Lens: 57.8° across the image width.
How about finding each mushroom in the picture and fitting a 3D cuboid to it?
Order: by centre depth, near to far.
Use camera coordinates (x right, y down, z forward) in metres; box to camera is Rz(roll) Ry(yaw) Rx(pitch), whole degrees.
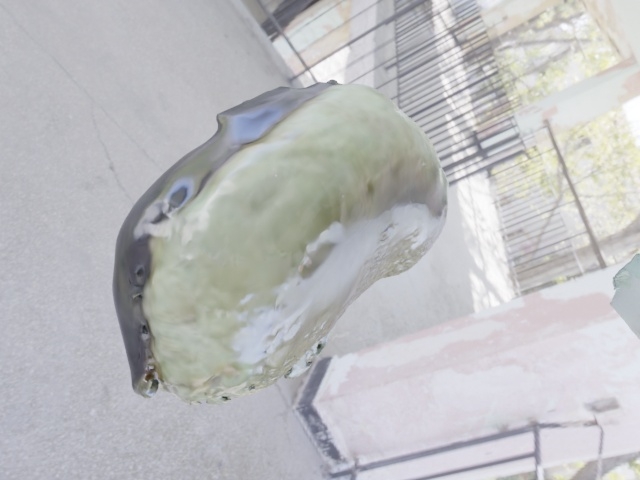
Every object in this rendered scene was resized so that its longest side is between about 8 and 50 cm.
[{"bbox_3d":[0.002,0.000,0.479,0.344,0.130,0.247,-25,117,-42],"label":"mushroom"}]

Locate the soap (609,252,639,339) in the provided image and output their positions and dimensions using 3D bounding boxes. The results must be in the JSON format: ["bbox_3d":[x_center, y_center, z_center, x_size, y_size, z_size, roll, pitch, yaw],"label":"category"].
[{"bbox_3d":[0.263,0.028,0.341,0.231,0.145,0.091,27,31,-59],"label":"soap"}]
